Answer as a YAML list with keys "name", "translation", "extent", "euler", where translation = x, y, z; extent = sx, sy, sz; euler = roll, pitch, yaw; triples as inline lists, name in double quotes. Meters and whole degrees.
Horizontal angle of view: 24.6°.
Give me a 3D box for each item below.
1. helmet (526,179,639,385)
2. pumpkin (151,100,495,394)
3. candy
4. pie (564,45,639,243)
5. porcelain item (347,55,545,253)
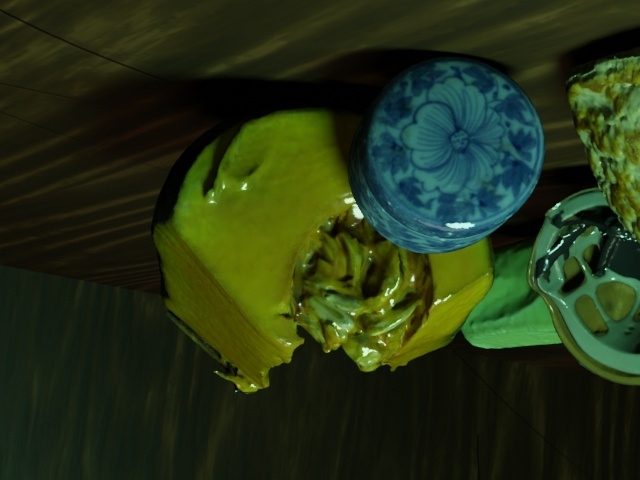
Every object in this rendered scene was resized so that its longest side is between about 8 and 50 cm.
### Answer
- name: "helmet"
  translation: [0.322, 0.026, 1.488]
  extent: [0.198, 0.130, 0.224]
  euler: [26, 139, 35]
- name: "pumpkin"
  translation: [0.000, 0.000, 1.346]
  extent: [0.303, 0.256, 0.225]
  euler: [-15, 170, -13]
- name: "candy"
  translation: [0.309, 0.052, 1.701]
  extent: [0.132, 0.142, 0.343]
  euler: [-16, -176, -41]
- name: "pie"
  translation: [0.272, -0.074, 1.098]
  extent: [0.084, 0.179, 0.205]
  euler: [-37, -169, -28]
- name: "porcelain item"
  translation: [0.100, -0.068, 1.183]
  extent: [0.147, 0.147, 0.114]
  euler: [8, 170, -6]
